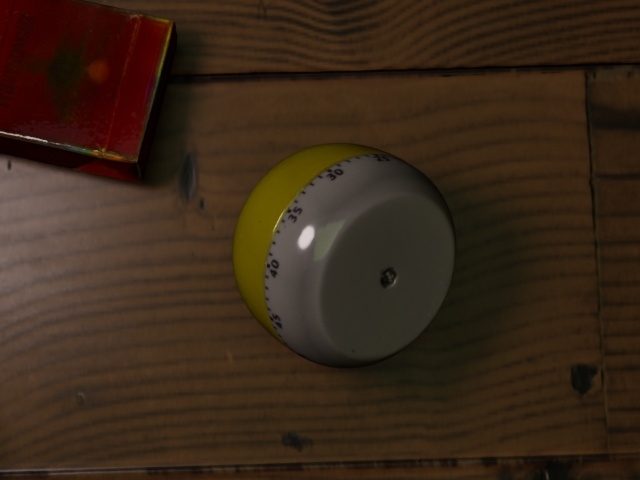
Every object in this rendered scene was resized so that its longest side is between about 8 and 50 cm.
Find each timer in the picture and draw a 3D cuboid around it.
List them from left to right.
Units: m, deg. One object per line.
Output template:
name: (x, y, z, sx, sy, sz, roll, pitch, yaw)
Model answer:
timer: (0.000, 0.000, 1.681, 0.285, 0.285, 0.285, 0, 85, -1)

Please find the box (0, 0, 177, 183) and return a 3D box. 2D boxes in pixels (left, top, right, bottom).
box: (-0.352, -0.204, 1.737, 0.313, 0.089, 0.197, 12, 73, 0)
